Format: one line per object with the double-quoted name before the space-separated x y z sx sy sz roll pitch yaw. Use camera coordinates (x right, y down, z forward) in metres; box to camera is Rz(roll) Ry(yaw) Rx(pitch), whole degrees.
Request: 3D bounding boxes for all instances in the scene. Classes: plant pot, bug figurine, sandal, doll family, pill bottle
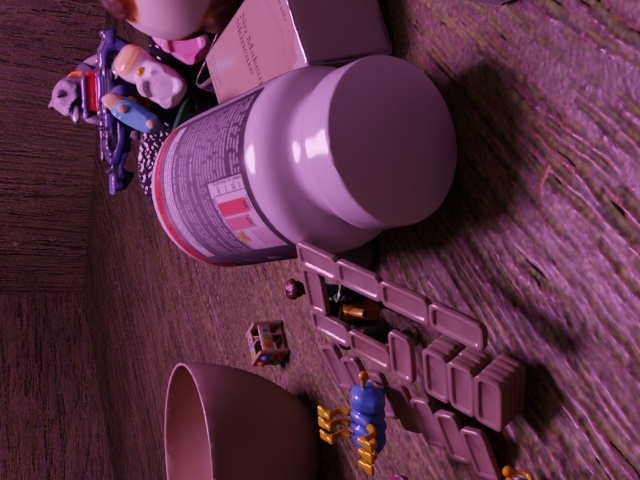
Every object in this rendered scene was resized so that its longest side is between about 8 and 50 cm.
"plant pot" -0.111 0.320 1.139 0.284 0.191 0.284 179 90 -67
"bug figurine" 0.111 0.261 0.742 0.279 0.072 0.216 28 128 45
"sandal" -0.284 -0.276 1.591 0.107 0.167 0.446 -1 -86 -84
"doll family" 0.029 0.084 0.912 0.193 0.111 0.076 -175 84 -66
"pill bottle" -0.033 -0.082 0.881 0.363 0.210 0.210 -8 83 54

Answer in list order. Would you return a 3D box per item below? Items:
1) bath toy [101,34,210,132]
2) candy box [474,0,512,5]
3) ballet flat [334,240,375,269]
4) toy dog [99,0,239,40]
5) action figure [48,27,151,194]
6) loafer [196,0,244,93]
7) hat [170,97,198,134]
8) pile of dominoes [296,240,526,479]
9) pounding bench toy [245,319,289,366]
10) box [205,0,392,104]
"bath toy" -0.283 -0.380 1.462 0.348 0.151 0.129 -51 12 12
"candy box" 0.181 -0.299 0.608 0.196 0.070 0.165 -179 88 -65
"ballet flat" 0.000 0.000 1.027 0.213 0.068 0.072 -158 66 -64
"toy dog" -0.216 -0.527 1.202 0.395 0.284 0.408 28 112 59
"action figure" -0.433 -0.273 1.651 0.178 0.330 0.341 11 97 46
"loafer" -0.155 -0.360 1.338 0.267 0.084 0.096 117 144 -46
"hat" -0.119 -0.103 1.100 0.208 0.183 0.173 -91 14 -81
"pile of dominoes" 0.087 0.111 0.758 0.251 0.040 0.196 25 136 41
"pounding bench toy" -0.094 0.182 1.263 0.083 0.052 0.065 122 139 -51
"box" -0.042 -0.252 1.020 0.311 0.121 0.148 -26 81 64
